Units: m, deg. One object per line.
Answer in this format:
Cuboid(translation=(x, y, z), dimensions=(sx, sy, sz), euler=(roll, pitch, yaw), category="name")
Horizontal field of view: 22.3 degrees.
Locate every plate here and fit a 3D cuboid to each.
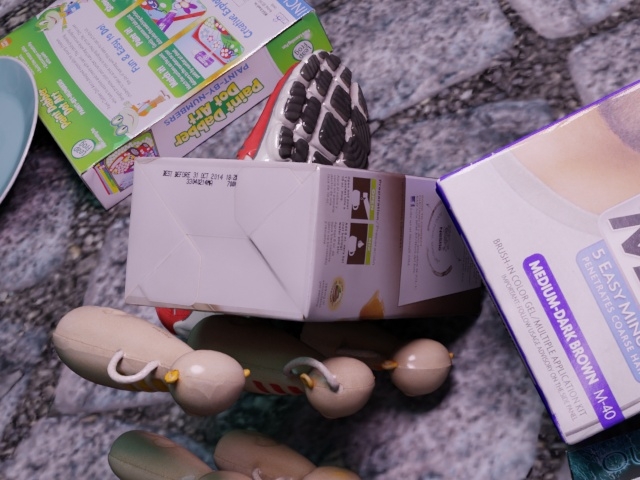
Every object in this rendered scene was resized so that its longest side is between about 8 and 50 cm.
Cuboid(translation=(-0.310, -0.077, 1.462), dimensions=(0.188, 0.024, 0.188), euler=(-21, 55, 34), category="plate")

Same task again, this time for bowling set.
Cuboid(translation=(-0.037, 0.146, 1.067), dimensions=(0.154, 0.287, 0.200), euler=(14, 101, 45), category="bowling set")

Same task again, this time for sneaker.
Cuboid(translation=(-0.053, -0.041, 1.270), dimensions=(0.118, 0.107, 0.279), euler=(-7, 44, 40), category="sneaker")

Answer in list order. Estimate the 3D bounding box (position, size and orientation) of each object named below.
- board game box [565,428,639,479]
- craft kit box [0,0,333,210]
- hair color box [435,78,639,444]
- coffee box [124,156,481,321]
Cuboid(translation=(0.251, 0.154, 0.981), dimensions=(0.186, 0.026, 0.126), euler=(-20, 45, 12), category="board game box")
Cuboid(translation=(-0.150, -0.174, 1.473), dimensions=(0.246, 0.061, 0.250), euler=(-34, 44, -6), category="craft kit box")
Cuboid(translation=(0.263, -0.029, 1.019), dimensions=(0.338, 0.110, 0.185), euler=(-27, 86, 3), category="hair color box")
Cuboid(translation=(0.000, 0.000, 1.093), dimensions=(0.141, 0.246, 0.098), euler=(5, 91, 31), category="coffee box")
